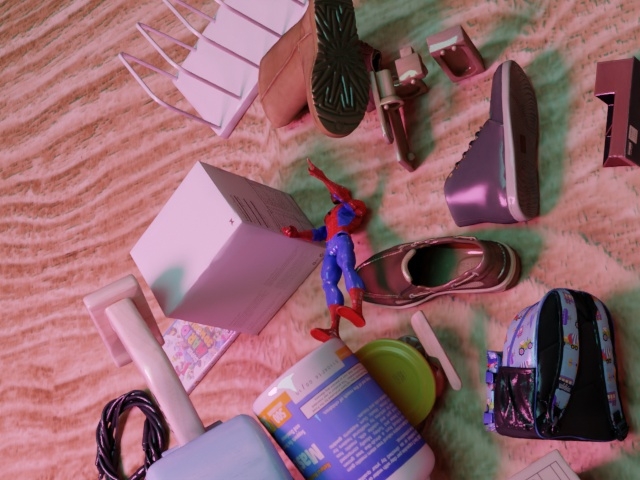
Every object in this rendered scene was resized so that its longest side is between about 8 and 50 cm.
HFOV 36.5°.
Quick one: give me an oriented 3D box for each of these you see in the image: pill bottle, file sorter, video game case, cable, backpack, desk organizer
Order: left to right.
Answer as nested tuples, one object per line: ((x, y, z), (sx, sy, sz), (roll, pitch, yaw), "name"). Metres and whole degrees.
((-0.325, 0.347, 1.655), (0.150, 0.047, 0.185), (6, 82, 41), "cable")
((-0.209, 0.166, 1.629), (0.166, 0.015, 0.119), (-50, 52, 18), "video game case")
((-0.188, -0.357, 1.652), (0.278, 0.173, 0.193), (-54, 51, 16), "file sorter")
((0.050, 0.273, 1.250), (0.152, 0.152, 0.272), (-44, 79, 23), "pill bottle")
((0.273, 0.146, 1.138), (0.117, 0.158, 0.173), (-13, 71, 54), "backpack")
((0.372, -0.159, 1.213), (0.050, 0.047, 0.130), (-1, 78, 42), "desk organizer")

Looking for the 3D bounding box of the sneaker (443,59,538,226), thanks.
((0.222, -0.129, 1.306), (0.118, 0.083, 0.222), (-8, 74, 39), "sneaker")

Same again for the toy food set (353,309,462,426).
((0.104, 0.192, 1.334), (0.218, 0.071, 0.128), (-40, 82, 28), "toy food set")

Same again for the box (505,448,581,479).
((0.180, 0.388, 1.088), (0.311, 0.121, 0.148), (-30, 56, -3), "box")

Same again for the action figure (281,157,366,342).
((0.000, 0.000, 1.380), (0.091, 0.139, 0.280), (-40, 28, 33), "action figure")

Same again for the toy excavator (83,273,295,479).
((-0.152, 0.280, 1.276), (0.445, 0.222, 0.433), (69, 165, -17), "toy excavator")

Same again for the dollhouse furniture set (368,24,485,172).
((0.157, -0.193, 1.356), (0.151, 0.144, 0.123), (-18, 71, 20), "dollhouse furniture set")

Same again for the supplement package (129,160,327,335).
((-0.139, 0.017, 1.488), (0.194, 0.203, 0.149), (-50, 52, 17), "supplement package")

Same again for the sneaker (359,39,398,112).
((0.058, -0.280, 1.510), (0.071, 0.066, 0.188), (-34, 62, 8), "sneaker")

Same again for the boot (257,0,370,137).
((-0.019, -0.228, 1.471), (0.269, 0.089, 0.236), (147, 127, -64), "boot")

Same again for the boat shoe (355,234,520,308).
((0.137, 0.034, 1.323), (0.257, 0.095, 0.095), (-14, 70, 37), "boat shoe")
